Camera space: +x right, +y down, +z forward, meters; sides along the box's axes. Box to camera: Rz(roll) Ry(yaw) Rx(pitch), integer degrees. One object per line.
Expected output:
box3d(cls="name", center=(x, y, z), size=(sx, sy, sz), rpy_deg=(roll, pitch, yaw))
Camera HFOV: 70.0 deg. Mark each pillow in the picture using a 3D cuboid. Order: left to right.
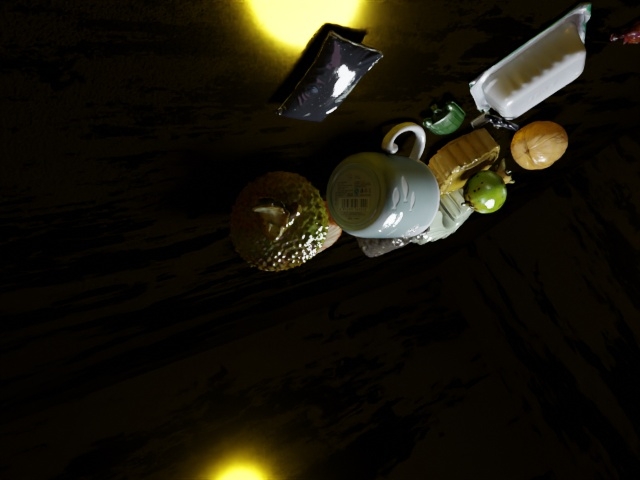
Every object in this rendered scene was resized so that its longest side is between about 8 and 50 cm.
box3d(cls="pillow", center=(0.015, -0.321, 0.931), size=(0.141, 0.055, 0.208), rpy_deg=(1, 148, -41))

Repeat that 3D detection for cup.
box3d(cls="cup", center=(0.194, -0.176, 1.346), size=(0.274, 0.259, 0.357), rpy_deg=(-5, 122, -49))

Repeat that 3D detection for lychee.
box3d(cls="lychee", center=(-0.108, -0.050, 1.191), size=(0.269, 0.270, 0.319), rpy_deg=(-16, -169, -31))

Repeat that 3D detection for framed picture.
box3d(cls="framed picture", center=(0.540, -0.402, 1.536), size=(0.066, 0.007, 0.089), rpy_deg=(-34, 162, 20))

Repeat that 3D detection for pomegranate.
box3d(cls="pomegranate", center=(0.582, -0.190, 1.594), size=(0.220, 0.156, 0.156), rpy_deg=(-58, 179, -29))

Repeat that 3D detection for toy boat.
box3d(cls="toy boat", center=(0.373, -0.356, 1.353), size=(0.104, 0.052, 0.210), rpy_deg=(-38, 161, 26))

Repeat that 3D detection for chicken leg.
box3d(cls="chicken leg", center=(0.978, -0.644, 1.420), size=(0.205, 0.053, 0.093), rpy_deg=(-7, 168, -40))

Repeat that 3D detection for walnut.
box3d(cls="walnut", center=(0.859, -0.374, 1.789), size=(0.221, 0.196, 0.195), rpy_deg=(-14, 159, -40))

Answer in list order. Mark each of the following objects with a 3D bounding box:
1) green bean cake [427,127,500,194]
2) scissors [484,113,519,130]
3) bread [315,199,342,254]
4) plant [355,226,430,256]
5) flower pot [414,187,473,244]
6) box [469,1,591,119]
box3d(cls="green bean cake", center=(0.495, -0.276, 1.630), size=(0.229, 0.131, 0.224), rpy_deg=(-28, 165, -8))
box3d(cls="scissors", center=(0.581, -0.381, 1.491), size=(0.022, 0.109, 0.300), rpy_deg=(-67, 170, 16))
box3d(cls="bread", center=(-0.081, -0.007, 1.593), size=(0.327, 0.114, 0.295), rpy_deg=(-32, 163, 16))
box3d(cls="plant", center=(0.286, -0.053, 1.858), size=(0.276, 0.199, 0.188), rpy_deg=(-28, 168, 27))
box3d(cls="flower pot", center=(0.524, -0.111, 2.095), size=(0.367, 0.165, 0.254), rpy_deg=(-14, 153, -36))
box3d(cls="box", center=(0.608, -0.465, 1.290), size=(0.336, 0.106, 0.264), rpy_deg=(-34, 161, 21))
